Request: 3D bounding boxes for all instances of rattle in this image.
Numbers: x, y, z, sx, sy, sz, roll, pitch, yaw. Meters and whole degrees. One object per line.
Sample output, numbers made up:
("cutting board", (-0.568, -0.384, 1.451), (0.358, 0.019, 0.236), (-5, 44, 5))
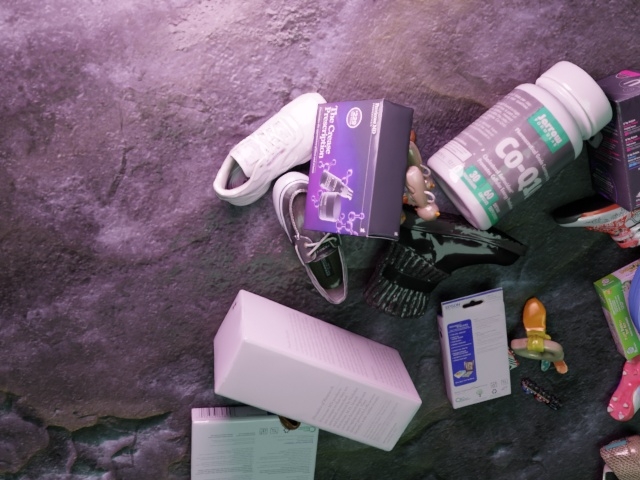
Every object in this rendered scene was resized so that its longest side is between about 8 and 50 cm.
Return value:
("rattle", (0.590, 0.258, 1.785), (0.199, 0.143, 0.130), (23, 139, -35))

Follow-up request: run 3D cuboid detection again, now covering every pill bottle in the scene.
("pill bottle", (0.428, -0.207, 1.462), (0.361, 0.204, 0.204), (-40, 113, 4))

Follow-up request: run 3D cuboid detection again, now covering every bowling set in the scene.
("bowling set", (0.177, -0.137, 1.472), (0.200, 0.287, 0.154), (-46, 124, -26))

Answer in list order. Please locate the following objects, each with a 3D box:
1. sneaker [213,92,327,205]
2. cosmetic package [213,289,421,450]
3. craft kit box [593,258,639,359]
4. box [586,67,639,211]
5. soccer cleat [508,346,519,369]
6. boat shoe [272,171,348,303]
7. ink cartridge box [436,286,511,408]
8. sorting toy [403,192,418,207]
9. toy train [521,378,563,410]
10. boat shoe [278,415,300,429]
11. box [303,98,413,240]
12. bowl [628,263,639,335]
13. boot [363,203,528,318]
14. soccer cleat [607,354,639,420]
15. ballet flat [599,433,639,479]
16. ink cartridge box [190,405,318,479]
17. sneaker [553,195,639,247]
("sneaker", (-0.101, -0.185, 1.404), (0.305, 0.152, 0.114), (-46, 81, 9))
("cosmetic package", (-0.013, 0.306, 1.589), (0.453, 0.230, 0.162), (24, 107, -18))
("craft kit box", (0.876, 0.160, 1.782), (0.246, 0.061, 0.250), (-29, 114, 0))
("box", (0.705, -0.229, 1.526), (0.143, 0.165, 0.270), (-21, 115, -1))
("soccer cleat", (0.498, 0.311, 1.791), (0.035, 0.029, 0.083), (-37, 118, 2))
("boat shoe", (0.000, 0.000, 1.493), (0.121, 0.119, 0.335), (-29, 126, -4))
("ink cartridge box", (0.394, 0.268, 1.736), (0.165, 0.065, 0.333), (-12, 115, -5))
("sorting toy", (0.207, -0.094, 1.578), (0.062, 0.012, 0.083), (4, 112, -11))
("toy train", (0.609, 0.427, 1.862), (0.158, 0.027, 0.036), (34, 114, -21))
("boat shoe", (-0.098, 0.386, 1.667), (0.064, 0.060, 0.178), (-28, 86, -16))
("box", (0.073, -0.140, 1.344), (0.103, 0.184, 0.261), (5, 91, -47))
("bowl", (0.969, 0.125, 1.714), (0.390, 0.077, 0.391), (-4, 112, -9))
("boot", (0.292, 0.071, 1.598), (0.347, 0.131, 0.260), (13, 106, -9))
("soccer cleat", (0.882, 0.392, 1.876), (0.095, 0.083, 0.248), (8, 108, -45))
("ballet flat", (0.943, 0.785, 2.018), (0.182, 0.164, 0.483), (-18, 110, 21))
("ink cartridge box", (-0.176, 0.582, 1.762), (0.323, 0.071, 0.330), (1, 113, -13))
("sneaker", (0.708, -0.039, 1.648), (0.270, 0.090, 0.145), (-18, 112, -5))
